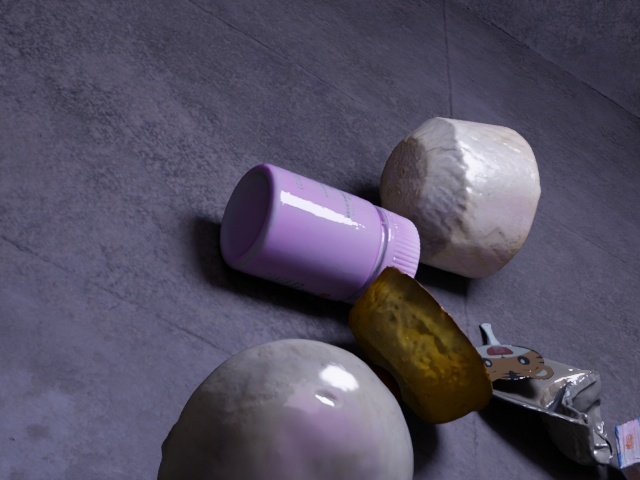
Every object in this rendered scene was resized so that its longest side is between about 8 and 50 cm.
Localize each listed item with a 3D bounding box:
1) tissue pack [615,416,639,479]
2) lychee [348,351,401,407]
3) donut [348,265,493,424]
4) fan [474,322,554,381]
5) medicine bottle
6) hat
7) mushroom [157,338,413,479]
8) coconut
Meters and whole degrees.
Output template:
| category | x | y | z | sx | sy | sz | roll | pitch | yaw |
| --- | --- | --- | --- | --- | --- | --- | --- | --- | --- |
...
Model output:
| category | x | y | z | sx | sy | sz | roll | pitch | yaw |
| --- | --- | --- | --- | --- | --- | --- | --- | --- | --- |
| tissue pack | 0.569 | 0.401 | 2.014 | 0.155 | 0.065 | 0.115 | 53 | 23 | -20 |
| lychee | 0.069 | 0.224 | 1.720 | 0.114 | 0.101 | 0.140 | 34 | 52 | -4 |
| donut | 0.144 | 0.170 | 1.768 | 0.277 | 0.108 | 0.277 | 50 | -9 | 11 |
| fan | 0.315 | 0.197 | 2.063 | 0.153 | 0.008 | 0.226 | -2 | 21 | -6 |
| medicine bottle | 0.000 | 0.000 | 1.888 | 0.291 | 0.178 | 0.178 | 19 | 35 | -30 |
| hat | 0.388 | 0.298 | 2.010 | 0.245 | 0.149 | 0.214 | 5 | 20 | 18 |
| mushroom | -0.022 | 0.265 | 1.394 | 0.315 | 0.315 | 0.356 | 43 | 30 | 9 |
| coconut | 0.279 | -0.084 | 2.191 | 0.329 | 0.329 | 0.328 | 27 | 32 | -18 |
